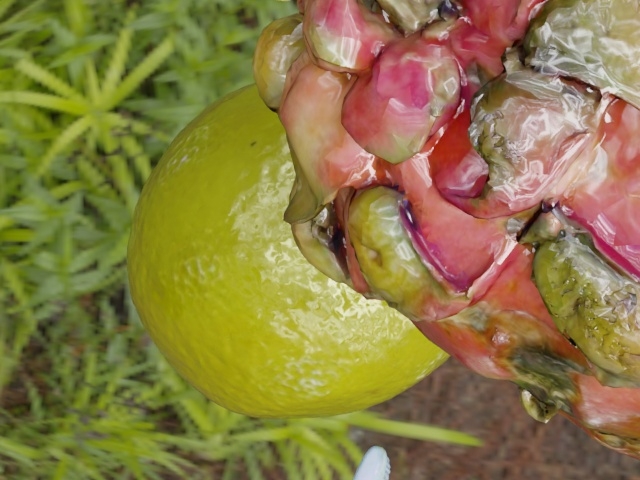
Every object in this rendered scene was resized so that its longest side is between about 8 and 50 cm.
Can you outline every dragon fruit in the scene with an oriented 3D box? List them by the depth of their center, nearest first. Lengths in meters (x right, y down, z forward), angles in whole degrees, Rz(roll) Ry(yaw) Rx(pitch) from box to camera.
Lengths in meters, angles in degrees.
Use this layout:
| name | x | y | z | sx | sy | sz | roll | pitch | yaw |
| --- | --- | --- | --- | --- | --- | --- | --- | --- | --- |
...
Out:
| name | x | y | z | sx | sy | sz | roll | pitch | yaw |
| --- | --- | --- | --- | --- | --- | --- | --- | --- | --- |
| dragon fruit | 0.119 | -0.038 | 0.681 | 0.291 | 0.269 | 0.250 | 10 | 64 | -5 |

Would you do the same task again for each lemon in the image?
| name | x | y | z | sx | sy | sz | roll | pitch | yaw |
| --- | --- | --- | --- | --- | --- | --- | --- | --- | --- |
| lemon | 0.000 | 0.000 | 0.972 | 0.184 | 0.248 | 0.184 | 16 | 66 | -39 |

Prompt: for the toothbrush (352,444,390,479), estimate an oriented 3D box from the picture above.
| name | x | y | z | sx | sy | sz | roll | pitch | yaw |
| --- | --- | --- | --- | --- | --- | --- | --- | --- | --- |
| toothbrush | -0.005 | 0.178 | 0.790 | 0.193 | 0.013 | 0.019 | -69 | 155 | -17 |
